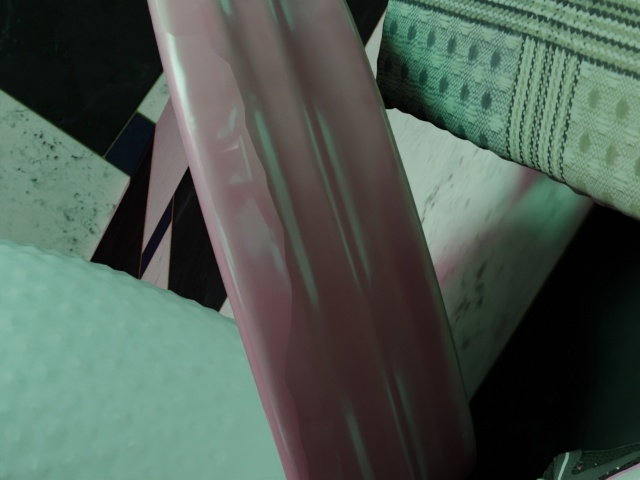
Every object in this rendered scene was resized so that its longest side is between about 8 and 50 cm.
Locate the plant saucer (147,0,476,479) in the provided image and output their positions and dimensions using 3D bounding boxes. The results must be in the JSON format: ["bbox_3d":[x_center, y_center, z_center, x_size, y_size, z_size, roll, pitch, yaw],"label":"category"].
[{"bbox_3d":[0.000,0.000,0.723,0.332,0.084,0.332,-16,-90,-90],"label":"plant saucer"}]

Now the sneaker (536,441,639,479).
[{"bbox_3d":[0.134,0.077,0.455,0.077,0.072,0.178,-56,19,-15],"label":"sneaker"}]

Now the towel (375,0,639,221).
[{"bbox_3d":[0.138,-0.159,0.554,0.324,0.056,0.312,35,117,58],"label":"towel"}]

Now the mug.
[{"bbox_3d":[-0.227,0.182,1.040,0.374,0.328,0.276,-69,14,-15],"label":"mug"}]
